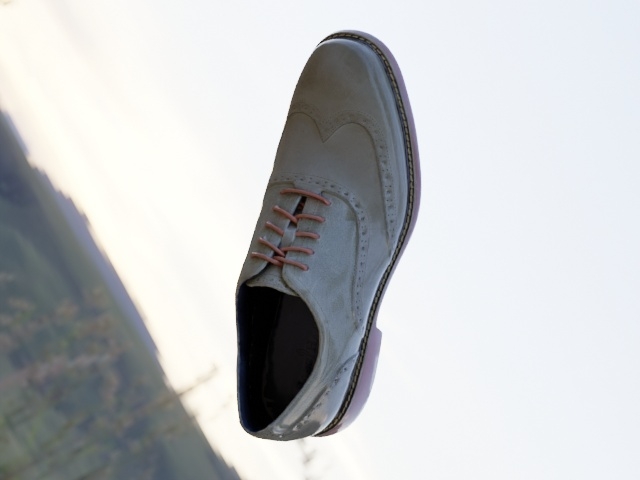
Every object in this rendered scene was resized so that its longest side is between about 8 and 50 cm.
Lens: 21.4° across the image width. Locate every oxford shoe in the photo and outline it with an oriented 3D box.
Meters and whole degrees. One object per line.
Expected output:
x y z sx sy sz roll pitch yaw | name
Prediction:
0.000 0.000 1.582 0.146 0.140 0.397 -6 102 -64 | oxford shoe
